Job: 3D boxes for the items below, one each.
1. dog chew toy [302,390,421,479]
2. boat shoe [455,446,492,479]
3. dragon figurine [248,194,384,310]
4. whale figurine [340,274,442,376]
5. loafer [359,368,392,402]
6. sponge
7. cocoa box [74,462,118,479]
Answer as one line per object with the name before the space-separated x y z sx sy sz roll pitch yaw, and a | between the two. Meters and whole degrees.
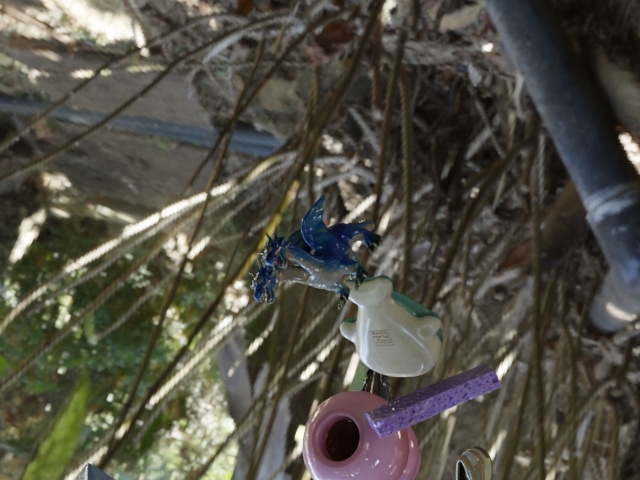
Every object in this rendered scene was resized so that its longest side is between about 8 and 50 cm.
dog chew toy | 0.101 0.418 1.794 0.206 0.207 0.332 10 164 30
boat shoe | 0.254 0.452 1.560 0.072 0.190 0.068 -13 -171 -41
dragon figurine | 0.000 0.000 1.243 0.144 0.289 0.085 34 127 -5
whale figurine | 0.142 0.152 1.815 0.216 0.141 0.272 -8 130 29
loafer | 0.120 0.375 2.155 0.095 0.109 0.302 -8 -161 6
sponge | 0.177 0.255 1.451 0.210 0.031 0.117 -22 178 -6
cocoa box | -0.331 0.599 1.587 0.347 0.228 0.231 37 178 -15
